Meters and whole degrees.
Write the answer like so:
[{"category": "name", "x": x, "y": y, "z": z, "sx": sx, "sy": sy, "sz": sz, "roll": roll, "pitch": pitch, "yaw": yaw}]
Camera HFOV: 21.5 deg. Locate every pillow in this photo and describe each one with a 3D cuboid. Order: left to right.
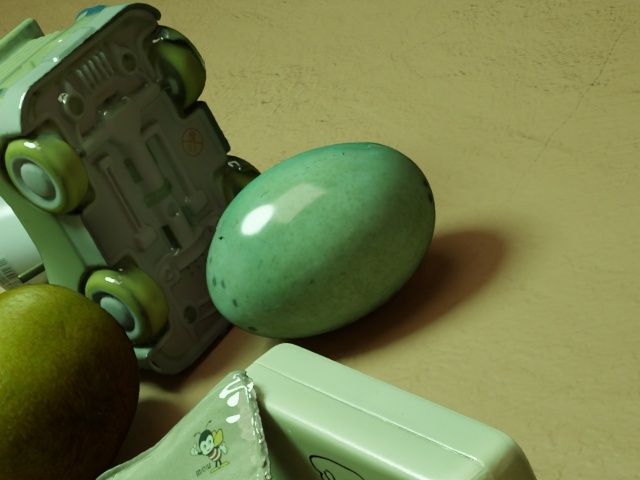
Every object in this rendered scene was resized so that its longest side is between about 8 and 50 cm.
[{"category": "pillow", "x": -0.118, "y": 0.208, "z": 1.376, "sx": 0.232, "sy": 0.038, "sz": 0.131, "roll": -41, "pitch": 48, "yaw": 32}]

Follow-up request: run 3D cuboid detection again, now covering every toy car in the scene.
[{"category": "toy car", "x": -0.219, "y": -0.052, "z": 1.711, "sx": 0.226, "sy": 0.336, "sz": 0.242, "roll": 0, "pitch": 37, "yaw": 44}]

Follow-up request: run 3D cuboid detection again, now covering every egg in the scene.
[{"category": "egg", "x": 0.000, "y": 0.000, "z": 1.613, "sx": 0.236, "sy": 0.169, "sz": 0.169, "roll": -28, "pitch": 27, "yaw": -10}]

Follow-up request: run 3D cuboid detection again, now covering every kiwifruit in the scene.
[{"category": "kiwifruit", "x": -0.268, "y": 0.147, "z": 1.561, "sx": 0.196, "sy": 0.196, "sz": 0.234, "roll": -7, "pitch": 28, "yaw": 33}]

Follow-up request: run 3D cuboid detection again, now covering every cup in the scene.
[{"category": "cup", "x": -0.302, "y": -0.014, "z": 1.970, "sx": 0.142, "sy": 0.173, "sz": 0.134, "roll": -17, "pitch": 60, "yaw": 15}]

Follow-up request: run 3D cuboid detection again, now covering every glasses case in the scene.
[{"category": "glasses case", "x": 0.051, "y": 0.178, "z": 1.304, "sx": 0.070, "sy": 0.131, "sz": 0.313, "roll": -37, "pitch": 30, "yaw": -23}]

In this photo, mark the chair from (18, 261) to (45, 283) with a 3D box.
[{"category": "chair", "x": -0.213, "y": 0.024, "z": 1.848, "sx": 0.095, "sy": 0.104, "sz": 0.221, "roll": 30, "pitch": 62, "yaw": 31}]
